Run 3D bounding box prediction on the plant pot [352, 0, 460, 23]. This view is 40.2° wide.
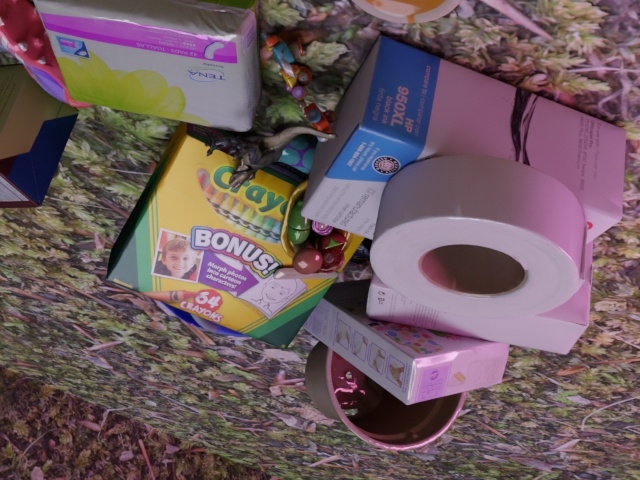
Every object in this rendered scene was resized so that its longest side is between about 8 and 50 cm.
[{"bbox_3d":[0.096,-0.333,0.882,0.205,0.188,0.205,10,152,5],"label":"plant pot"}]

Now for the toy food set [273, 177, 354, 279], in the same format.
[{"bbox_3d":[0.000,0.000,1.458,0.128,0.071,0.218,5,123,-13],"label":"toy food set"}]

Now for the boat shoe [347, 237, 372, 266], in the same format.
[{"bbox_3d":[0.033,-0.009,1.670,0.183,0.065,0.083,24,149,-32],"label":"boat shoe"}]

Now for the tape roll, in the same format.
[{"bbox_3d":[0.214,0.003,1.199,0.286,0.100,0.286,10,151,6],"label":"tape roll"}]

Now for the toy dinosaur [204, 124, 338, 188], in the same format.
[{"bbox_3d":[-0.096,-0.135,1.294,0.118,0.064,0.268,1,170,-33],"label":"toy dinosaur"}]

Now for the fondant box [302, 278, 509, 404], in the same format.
[{"bbox_3d":[0.154,0.176,1.655,0.238,0.096,0.330,-5,-159,-35],"label":"fondant box"}]

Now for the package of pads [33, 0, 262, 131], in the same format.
[{"bbox_3d":[-0.232,-0.269,1.243,0.296,0.101,0.229,11,153,5],"label":"package of pads"}]

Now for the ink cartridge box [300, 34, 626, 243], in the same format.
[{"bbox_3d":[0.206,-0.099,1.302,0.394,0.166,0.285,18,152,-10],"label":"ink cartridge box"}]

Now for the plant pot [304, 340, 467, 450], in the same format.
[{"bbox_3d":[0.116,0.300,1.986,0.333,0.334,0.305,21,163,-15],"label":"plant pot"}]

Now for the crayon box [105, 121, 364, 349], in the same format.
[{"bbox_3d":[-0.143,-0.005,1.541,0.362,0.106,0.313,24,117,-21],"label":"crayon box"}]

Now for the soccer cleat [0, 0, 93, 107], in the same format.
[{"bbox_3d":[-0.435,-0.285,1.333,0.095,0.083,0.248,1,153,32],"label":"soccer cleat"}]

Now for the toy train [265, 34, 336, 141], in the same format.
[{"bbox_3d":[-0.021,-0.223,1.247,0.046,0.125,0.166,-31,142,-3],"label":"toy train"}]

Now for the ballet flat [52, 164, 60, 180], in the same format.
[{"bbox_3d":[-0.600,-0.163,1.664,0.232,0.080,0.073,16,-179,0],"label":"ballet flat"}]

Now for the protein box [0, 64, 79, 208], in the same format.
[{"bbox_3d":[-0.552,-0.170,1.465,0.201,0.200,0.136,0,150,24],"label":"protein box"}]

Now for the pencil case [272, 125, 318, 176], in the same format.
[{"bbox_3d":[-0.015,-0.131,1.449,0.151,0.065,0.070,28,122,-25],"label":"pencil case"}]

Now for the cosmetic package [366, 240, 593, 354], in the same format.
[{"bbox_3d":[0.278,0.058,1.539,0.365,0.197,0.155,12,153,5],"label":"cosmetic package"}]

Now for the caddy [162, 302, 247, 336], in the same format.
[{"bbox_3d":[-0.228,0.101,1.862,0.241,0.179,0.341,-1,150,27],"label":"caddy"}]
